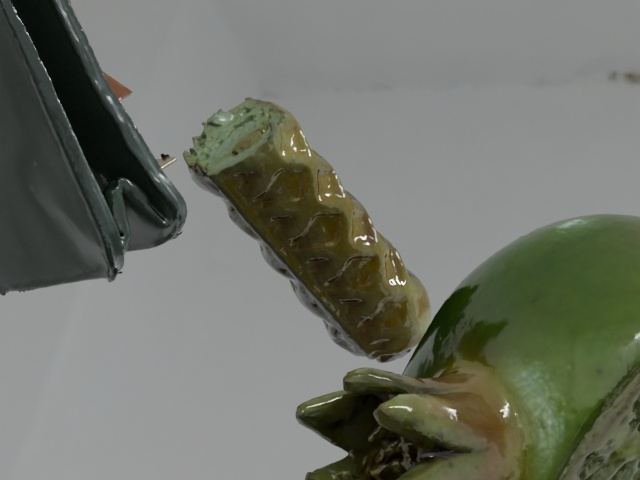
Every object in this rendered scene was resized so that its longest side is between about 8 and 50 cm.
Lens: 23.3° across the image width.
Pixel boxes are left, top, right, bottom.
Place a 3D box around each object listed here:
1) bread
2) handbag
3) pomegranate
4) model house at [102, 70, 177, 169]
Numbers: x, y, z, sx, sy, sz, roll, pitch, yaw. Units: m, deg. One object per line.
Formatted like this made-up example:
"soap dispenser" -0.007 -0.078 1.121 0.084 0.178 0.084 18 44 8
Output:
"bread" -0.001 0.000 1.254 0.098 0.087 0.269 -27 -56 19
"handbag" -0.233 -0.087 1.086 0.247 0.079 0.260 -8 -66 50
"pomegranate" 0.133 0.118 1.012 0.359 0.216 0.309 8 -65 -34
"model house" -0.261 -0.075 1.318 0.207 0.219 0.135 -16 -78 30
